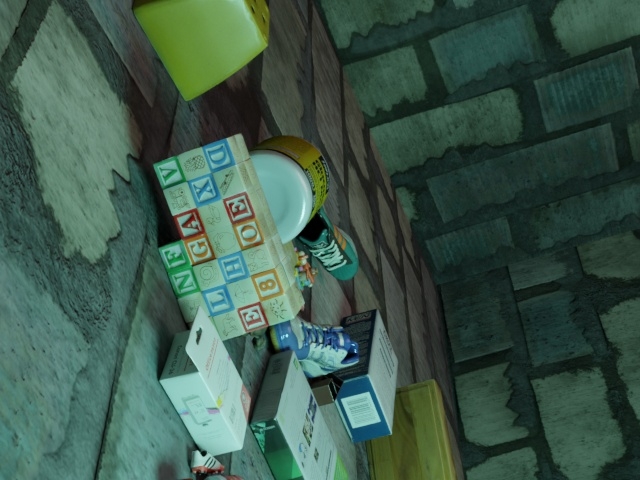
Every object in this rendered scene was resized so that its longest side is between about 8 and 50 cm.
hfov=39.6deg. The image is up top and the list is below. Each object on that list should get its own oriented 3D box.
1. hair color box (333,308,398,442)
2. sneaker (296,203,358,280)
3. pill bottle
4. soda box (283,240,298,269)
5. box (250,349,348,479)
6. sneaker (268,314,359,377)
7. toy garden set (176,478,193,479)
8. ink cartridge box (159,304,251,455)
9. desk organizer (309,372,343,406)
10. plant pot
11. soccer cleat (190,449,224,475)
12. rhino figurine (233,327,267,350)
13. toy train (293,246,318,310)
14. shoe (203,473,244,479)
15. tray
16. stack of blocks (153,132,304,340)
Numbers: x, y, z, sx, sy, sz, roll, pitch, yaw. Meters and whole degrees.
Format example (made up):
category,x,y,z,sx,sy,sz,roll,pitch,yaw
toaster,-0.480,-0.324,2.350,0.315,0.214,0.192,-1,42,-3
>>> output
category,x,y,z,sx,sy,sz,roll,pitch,yaw
hair color box,0.114,0.331,2.225,0.347,0.105,0.174,-71,142,-67
sneaker,0.000,0.000,2.189,0.302,0.108,0.121,57,21,-27
pill bottle,-0.083,-0.113,1.799,0.334,0.188,0.188,-56,128,-72
soda box,-0.097,0.048,1.834,0.181,0.058,0.061,-58,130,-71
box,-0.033,0.402,1.679,0.232,0.058,0.322,-74,144,-66
sneaker,-0.010,0.202,1.845,0.296,0.131,0.112,42,36,-62
toy garden set,-0.097,0.421,1.195,0.244,0.049,0.204,13,58,-44
ink cartridge box,-0.175,0.208,1.319,0.115,0.067,0.198,-83,155,-59
desk organizer,0.012,0.320,1.953,0.130,0.050,0.047,-48,121,-74
plant pot,-0.209,-0.430,1.680,0.212,0.187,0.212,-91,159,-48
soccer cleat,-0.165,0.325,1.303,0.083,0.029,0.036,33,46,-63
rhino figurine,-0.140,0.066,1.550,0.106,0.073,0.243,105,-26,-67
toy train,-0.035,0.082,2.060,0.166,0.046,0.125,-83,152,-60
shoe,-0.121,0.425,1.281,0.081,0.063,0.178,26,44,-64
tray,0.224,0.560,2.184,0.076,0.202,0.411,55,23,-49
stack of blocks,-0.160,0.000,1.403,0.087,0.171,0.297,-49,121,-74
